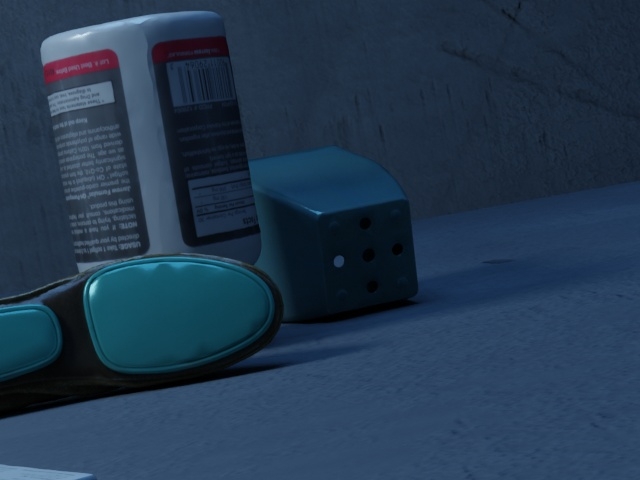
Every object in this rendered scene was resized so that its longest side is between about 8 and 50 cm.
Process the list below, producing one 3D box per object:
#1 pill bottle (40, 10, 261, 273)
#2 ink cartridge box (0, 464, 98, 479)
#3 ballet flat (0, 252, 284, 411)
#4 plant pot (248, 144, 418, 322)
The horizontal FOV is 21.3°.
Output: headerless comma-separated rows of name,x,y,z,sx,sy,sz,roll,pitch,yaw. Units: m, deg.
pill bottle,-0.152,-0.046,1.602,0.176,0.318,0.176,-9,3,0
ink cartridge box,-0.241,0.142,0.766,0.232,0.066,0.189,-11,4,-37
ballet flat,-0.202,0.091,1.456,0.342,0.116,0.124,-14,-16,-5
plant pot,0.000,0.000,1.807,0.166,0.165,0.234,-11,11,-22
